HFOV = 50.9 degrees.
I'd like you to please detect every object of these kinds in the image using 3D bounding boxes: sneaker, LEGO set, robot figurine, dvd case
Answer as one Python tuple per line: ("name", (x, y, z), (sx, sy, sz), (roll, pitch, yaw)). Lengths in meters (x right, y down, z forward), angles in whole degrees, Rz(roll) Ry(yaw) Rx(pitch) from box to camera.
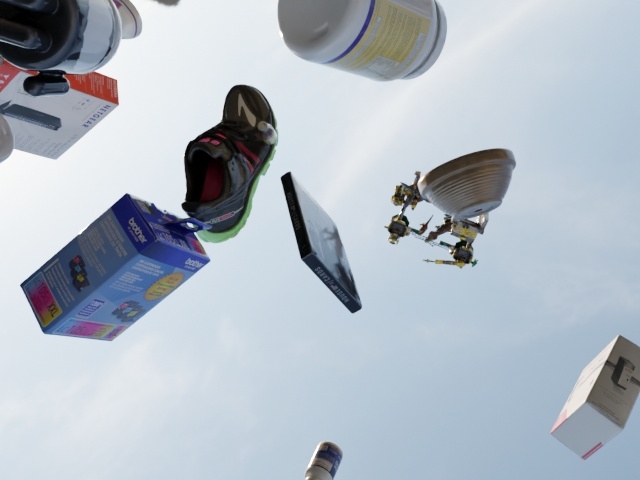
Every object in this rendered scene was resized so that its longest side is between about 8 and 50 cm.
("sneaker", (-0.532, -0.490, 1.433), (0.282, 0.102, 0.161), (28, -137, 8))
("LEGO set", (0.348, -0.041, 1.994), (0.255, 0.331, 0.192), (-61, 179, 25))
("robot figurine", (-0.450, -0.370, 1.142), (0.209, 0.174, 0.278), (-34, -175, 13))
("dvd case", (0.000, 0.000, 1.244), (0.029, 0.179, 0.239), (-31, -140, 12))
("sneaker", (-0.243, -0.233, 1.784), (0.185, 0.202, 0.483), (-2, -119, 23))

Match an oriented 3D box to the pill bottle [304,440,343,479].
("pill bottle", (0.003, 0.527, 1.543), (0.067, 0.067, 0.120), (-8, -154, 28))

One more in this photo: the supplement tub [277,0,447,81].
("supplement tub", (0.098, -0.476, 1.444), (0.241, 0.241, 0.331), (-1, 179, 43))

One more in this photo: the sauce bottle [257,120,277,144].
("sauce bottle", (-0.138, -0.279, 1.728), (0.042, 0.042, 0.128), (-30, 174, -1))

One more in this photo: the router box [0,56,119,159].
("router box", (-0.735, -0.347, 1.713), (0.335, 0.301, 0.082), (-27, -117, 37))

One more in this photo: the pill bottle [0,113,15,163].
("pill bottle", (-0.621, -0.148, 1.143), (0.186, 0.112, 0.112), (-22, -146, 30))

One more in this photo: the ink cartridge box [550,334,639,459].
("ink cartridge box", (0.591, 0.326, 1.408), (0.092, 0.159, 0.218), (37, -130, 16))

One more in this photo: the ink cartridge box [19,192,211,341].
("ink cartridge box", (-0.443, 0.053, 1.559), (0.395, 0.270, 0.151), (-40, -110, 6))

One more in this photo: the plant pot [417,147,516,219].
("plant pot", (0.361, -0.121, 1.605), (0.237, 0.237, 0.110), (-20, -105, 14))
